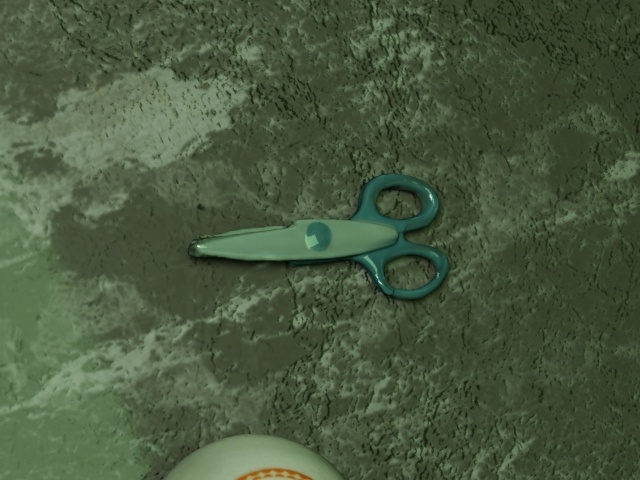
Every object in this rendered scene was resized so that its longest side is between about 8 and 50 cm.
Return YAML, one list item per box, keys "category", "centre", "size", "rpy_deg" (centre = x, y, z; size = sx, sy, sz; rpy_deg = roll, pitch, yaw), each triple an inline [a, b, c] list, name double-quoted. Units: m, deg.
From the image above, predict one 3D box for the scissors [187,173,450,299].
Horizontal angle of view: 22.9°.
- category: "scissors"
  centre: [0.000, 0.000, 1.624]
  size: [0.289, 0.041, 0.138]
  rpy_deg: [-3, 79, -26]

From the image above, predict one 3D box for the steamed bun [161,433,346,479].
- category: "steamed bun"
  centre: [-0.053, 0.296, 1.485]
  size: [0.232, 0.145, 0.231]
  rpy_deg: [4, 78, -21]
